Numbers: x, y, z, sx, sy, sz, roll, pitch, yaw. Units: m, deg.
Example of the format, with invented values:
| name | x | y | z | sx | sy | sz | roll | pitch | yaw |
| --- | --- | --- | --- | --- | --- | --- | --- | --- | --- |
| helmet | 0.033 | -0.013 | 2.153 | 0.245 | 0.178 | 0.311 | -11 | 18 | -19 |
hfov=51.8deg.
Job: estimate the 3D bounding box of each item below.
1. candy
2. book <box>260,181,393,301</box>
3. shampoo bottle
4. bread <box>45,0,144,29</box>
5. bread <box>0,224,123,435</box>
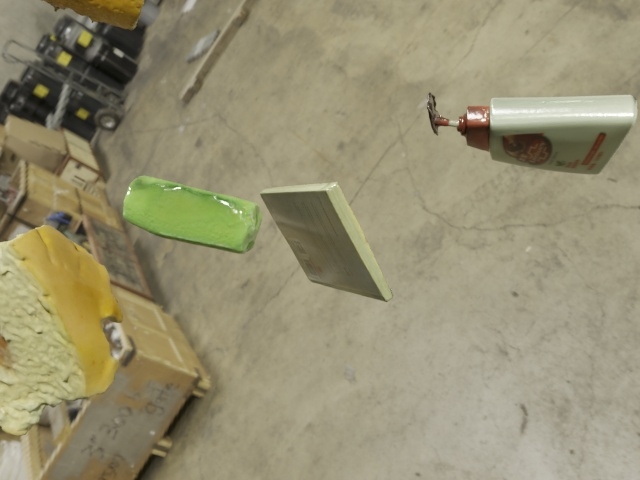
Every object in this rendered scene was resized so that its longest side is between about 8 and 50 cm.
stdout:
| name | x | y | z | sx | sy | sz | roll | pitch | yaw |
| --- | --- | --- | --- | --- | --- | --- | --- | --- | --- |
| candy | -0.316 | -0.063 | 1.630 | 0.132 | 0.344 | 0.142 | -30 | -46 | -78 |
| book | 0.000 | 0.000 | 1.122 | 0.025 | 0.214 | 0.283 | -35 | 19 | -21 |
| shampoo bottle | 0.297 | -0.167 | 0.981 | 0.153 | 0.284 | 0.071 | 86 | -169 | -64 |
| bread | -0.514 | -0.565 | 1.261 | 0.165 | 0.375 | 0.236 | -1 | 81 | 56 |
| bread | -0.370 | 0.096 | 0.880 | 0.184 | 0.224 | 0.211 | -26 | 15 | 10 |
